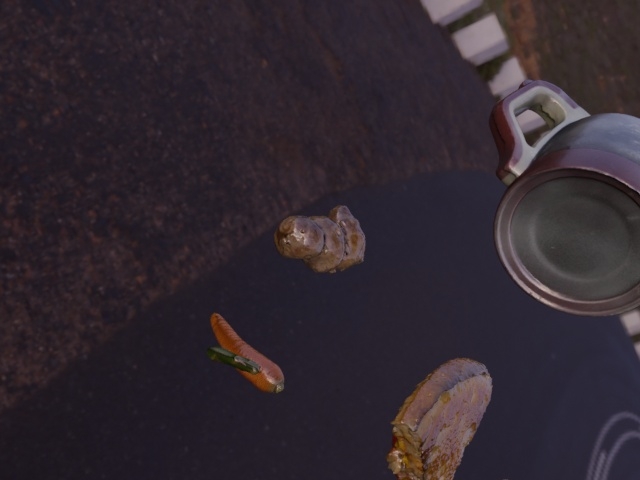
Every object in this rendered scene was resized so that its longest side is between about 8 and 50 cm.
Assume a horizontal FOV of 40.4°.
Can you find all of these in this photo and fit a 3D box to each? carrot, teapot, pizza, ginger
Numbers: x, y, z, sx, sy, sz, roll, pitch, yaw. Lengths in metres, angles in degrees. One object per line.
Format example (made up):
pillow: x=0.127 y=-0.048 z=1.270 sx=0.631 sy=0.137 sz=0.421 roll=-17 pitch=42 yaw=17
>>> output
carrot: x=-0.163 y=0.220 z=1.738 sx=0.271 sy=0.066 sz=0.062 roll=35 pitch=-26 yaw=38
teapot: x=0.371 y=-0.095 z=1.245 sx=0.315 sy=0.233 sz=0.312 roll=42 pitch=41 yaw=0
pizza: x=0.230 y=0.461 z=1.917 sx=0.440 sy=0.130 sz=0.406 roll=-11 pitch=117 yaw=-57
ginger: x=0.000 y=0.000 z=1.315 sx=0.204 sy=0.080 sz=0.104 roll=-6 pitch=90 yaw=-60

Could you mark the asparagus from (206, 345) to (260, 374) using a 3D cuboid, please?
asparagus: x=-0.140 y=0.201 z=1.436 sx=0.021 sy=0.108 sz=0.025 roll=-5 pitch=110 yaw=-62
